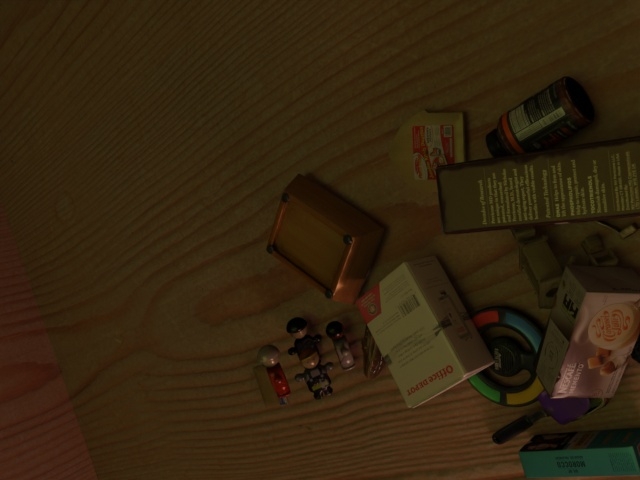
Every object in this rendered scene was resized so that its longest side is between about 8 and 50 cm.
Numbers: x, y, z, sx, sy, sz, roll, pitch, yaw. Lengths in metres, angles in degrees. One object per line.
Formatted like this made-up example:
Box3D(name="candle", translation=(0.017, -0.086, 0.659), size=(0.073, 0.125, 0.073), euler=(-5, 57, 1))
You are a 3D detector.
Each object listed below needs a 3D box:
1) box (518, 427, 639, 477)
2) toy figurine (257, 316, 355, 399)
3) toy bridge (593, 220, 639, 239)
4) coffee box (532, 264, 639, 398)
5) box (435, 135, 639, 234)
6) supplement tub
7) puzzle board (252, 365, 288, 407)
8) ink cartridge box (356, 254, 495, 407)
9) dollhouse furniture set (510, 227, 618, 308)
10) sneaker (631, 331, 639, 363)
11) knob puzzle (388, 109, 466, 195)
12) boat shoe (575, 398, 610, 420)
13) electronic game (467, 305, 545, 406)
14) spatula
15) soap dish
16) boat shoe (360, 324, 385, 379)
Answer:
Box3D(name="box", translation=(0.543, 0.438, 1.422), size=(0.244, 0.100, 0.060), euler=(-19, 88, 41))
Box3D(name="toy figurine", translation=(-0.033, 0.299, 1.792), size=(0.209, 0.213, 0.148), euler=(-7, 110, 41))
Box3D(name="toy bridge", translation=(0.534, -0.079, 1.346), size=(0.063, 0.026, 0.188), euler=(-46, 70, 38))
Box3D(name="coffee box", translation=(0.514, 0.177, 1.318), size=(0.098, 0.141, 0.247), euler=(-103, 19, -60))
Box3D(name="box", translation=(0.427, -0.095, 1.274), size=(0.381, 0.191, 0.143), euler=(-4, 91, 31))
Box3D(name="supplement tub", translation=(0.422, -0.227, 1.350), size=(0.197, 0.106, 0.106), euler=(-32, 81, 41))
Box3D(name="puzzle board", translation=(-0.148, 0.432, 2.056), size=(0.096, 0.011, 0.128), euler=(-20, 88, 40))
Box3D(name="ink cartridge box", translation=(0.232, 0.208, 1.579), size=(0.207, 0.117, 0.283), euler=(-44, 65, 43))
Box3D(name="dollhouse furniture set", translation=(0.488, 0.025, 1.403), size=(0.101, 0.160, 0.182), euler=(70, -175, -49))
Box3D(name="sneaker", translation=(0.643, 0.210, 1.302), size=(0.083, 0.087, 0.221), euler=(113, 141, -66))
Box3D(name="knob puzzle", translation=(0.242, -0.198, 1.556), size=(0.213, 0.030, 0.213), euler=(12, 109, 37))
Box3D(name="boat shoe", translation=(0.542, 0.347, 1.437), size=(0.137, 0.043, 0.049), euler=(-42, 76, 40))
Box3D(name="electronic game", translation=(0.406, 0.257, 1.525), size=(0.229, 0.048, 0.230), euler=(12, 109, 37))
Box3D(name="spatula", translation=(0.463, 0.385, 1.495), size=(0.084, 0.030, 0.296), euler=(50, 141, 13))
Box3D(name="soap dish", translation=(0.000, 0.000, 1.751), size=(0.290, 0.118, 0.229), euler=(35, 121, 27))
Box3D(name="boat shoe", translation=(0.135, 0.262, 1.746), size=(0.060, 0.064, 0.178), euler=(19, 107, 40))
